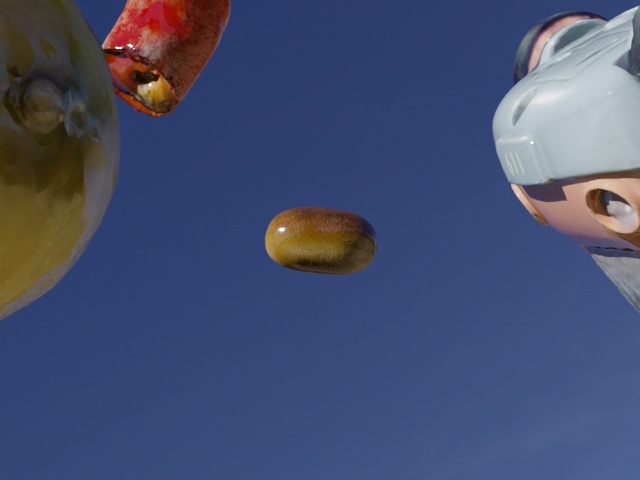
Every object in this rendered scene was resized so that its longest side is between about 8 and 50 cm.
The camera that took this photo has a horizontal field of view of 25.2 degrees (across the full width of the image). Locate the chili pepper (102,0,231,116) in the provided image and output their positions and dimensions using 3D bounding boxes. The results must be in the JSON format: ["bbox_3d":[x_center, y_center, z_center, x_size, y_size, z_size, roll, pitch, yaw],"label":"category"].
[{"bbox_3d":[-0.122,-0.204,1.275,0.086,0.192,0.084,43,-28,-29],"label":"chili pepper"}]

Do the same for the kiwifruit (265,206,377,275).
[{"bbox_3d":[0.000,0.000,1.552,0.124,0.075,0.075,5,-30,13],"label":"kiwifruit"}]

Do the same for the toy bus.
[{"bbox_3d":[0.248,-0.055,0.751,0.288,0.232,0.194,-30,10,-9],"label":"toy bus"}]

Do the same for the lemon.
[{"bbox_3d":[-0.211,-0.059,0.731,0.219,0.240,0.240,-4,-20,31],"label":"lemon"}]
